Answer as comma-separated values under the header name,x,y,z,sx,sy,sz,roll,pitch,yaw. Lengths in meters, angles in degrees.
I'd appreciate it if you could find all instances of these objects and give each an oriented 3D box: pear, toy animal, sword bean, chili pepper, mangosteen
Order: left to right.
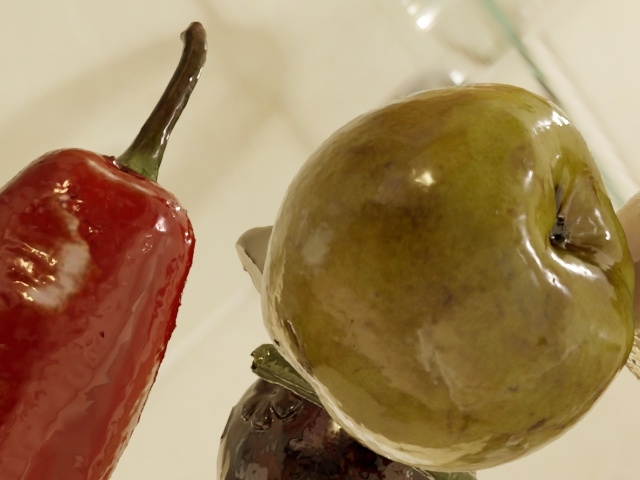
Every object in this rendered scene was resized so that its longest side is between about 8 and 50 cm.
name,x,y,z,sx,sy,sz,roll,pitch,yaw
chili pepper,-0.138,0.018,1.058,0.134,0.338,0.131,26,-4,33
toy animal,-0.003,0.005,2.316,0.127,0.193,0.178,60,-2,-7
mangosteen,0.049,0.276,2.161,0.359,0.306,0.306,44,-10,-33
sword bean,0.045,0.175,1.799,0.269,0.038,0.043,34,-44,-18
pear,0.096,0.031,1.495,0.304,0.304,0.304,44,-14,14

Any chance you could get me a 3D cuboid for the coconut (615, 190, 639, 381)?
name,x,y,z,sx,sy,sz,roll,pitch,yaw
coconut,0.343,0.042,1.620,0.224,0.224,0.234,50,-42,-12
